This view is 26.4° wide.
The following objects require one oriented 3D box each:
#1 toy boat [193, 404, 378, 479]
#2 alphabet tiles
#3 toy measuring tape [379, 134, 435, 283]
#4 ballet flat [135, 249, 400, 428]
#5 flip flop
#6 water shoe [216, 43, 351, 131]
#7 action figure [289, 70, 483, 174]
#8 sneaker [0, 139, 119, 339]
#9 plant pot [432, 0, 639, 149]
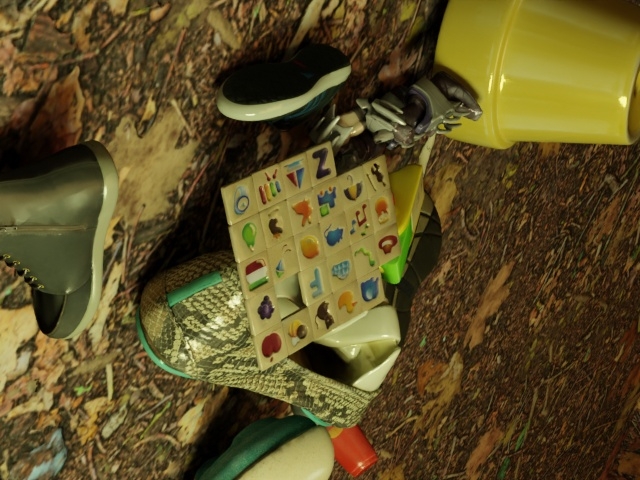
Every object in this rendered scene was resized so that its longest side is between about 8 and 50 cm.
[{"bbox_3d":[-0.060,0.288,1.769,0.318,0.148,0.267,-23,159,-49],"label":"toy boat"},{"bbox_3d":[0.000,0.000,1.432,0.237,0.009,0.198,-27,114,-42],"label":"alphabet tiles"},{"bbox_3d":[0.074,-0.074,1.717,0.121,0.121,0.330,79,24,-55],"label":"toy measuring tape"},{"bbox_3d":[-0.012,0.111,1.565,0.182,0.164,0.483,-30,153,19],"label":"ballet flat"},{"bbox_3d":[0.091,0.045,1.845,0.112,0.080,0.277,42,60,-47],"label":"flip flop"},{"bbox_3d":[-0.036,-0.144,1.428,0.203,0.073,0.080,-29,146,-48],"label":"water shoe"},{"bbox_3d":[0.058,-0.114,1.573,0.285,0.099,0.185,-33,176,-42],"label":"action figure"},{"bbox_3d":[-0.257,0.009,1.195,0.118,0.083,0.222,-14,139,-33],"label":"sneaker"},{"bbox_3d":[0.296,-0.226,1.715,0.254,0.239,0.254,-46,145,-47],"label":"plant pot"}]
